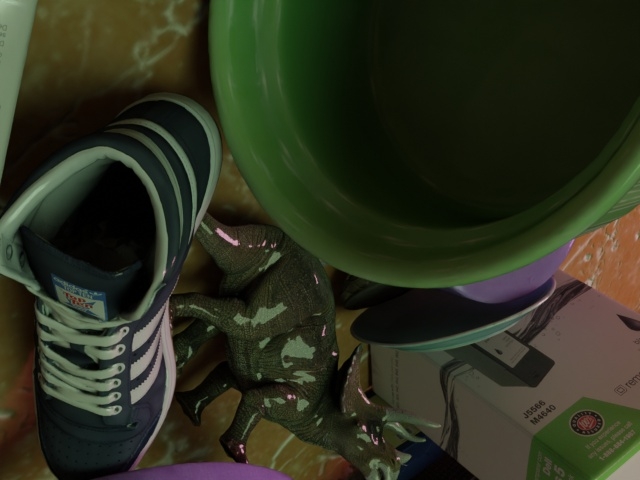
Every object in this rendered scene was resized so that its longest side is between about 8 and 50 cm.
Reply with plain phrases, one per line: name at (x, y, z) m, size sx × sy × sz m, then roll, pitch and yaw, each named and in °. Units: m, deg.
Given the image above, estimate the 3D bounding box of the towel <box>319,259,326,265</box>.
towel at (0.000, 0.000, 0.711) m, size 0.083 × 0.009 × 0.060 m, roll -13°, pitch 125°, yaw -38°

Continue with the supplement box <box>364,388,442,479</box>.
supplement box at (0.072, 0.204, 0.871) m, size 0.083 × 0.083 × 0.056 m, roll -24°, pitch 133°, yaw -30°

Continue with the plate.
plate at (0.120, 0.065, 0.747) m, size 0.188 × 0.188 × 0.024 m, roll -23°, pitch 101°, yaw -31°

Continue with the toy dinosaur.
toy dinosaur at (-0.042, 0.070, 0.657) m, size 0.160 × 0.121 × 0.313 m, roll -32°, pitch 111°, yaw -24°

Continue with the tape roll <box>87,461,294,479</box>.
tape roll at (-0.134, 0.269, 0.627) m, size 0.275 × 0.090 × 0.275 m, roll -12°, pitch 145°, yaw -9°

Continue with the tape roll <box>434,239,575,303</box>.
tape roll at (0.132, -0.046, 0.699) m, size 0.189 × 0.080 × 0.189 m, roll -5°, pitch 100°, yaw -30°

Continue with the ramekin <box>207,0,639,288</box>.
ramekin at (0.090, -0.129, 0.488) m, size 0.148 × 0.303 × 0.303 m, roll -4°, pitch 121°, yaw -51°

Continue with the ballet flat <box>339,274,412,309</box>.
ballet flat at (0.117, -0.005, 0.793) m, size 0.250 × 0.058 × 0.084 m, roll -26°, pitch 167°, yaw -22°

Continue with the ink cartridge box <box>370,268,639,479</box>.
ink cartridge box at (0.207, 0.134, 0.806) m, size 0.198 × 0.273 × 0.114 m, roll -28°, pitch 132°, yaw -28°

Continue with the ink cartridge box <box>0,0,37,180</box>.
ink cartridge box at (-0.243, -0.035, 0.384) m, size 0.160 × 0.092 × 0.219 m, roll 0°, pitch 118°, yaw -44°

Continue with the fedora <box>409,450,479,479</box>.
fedora at (0.147, 0.321, 0.975) m, size 0.334 × 0.152 × 0.334 m, roll -25°, pitch 133°, yaw -30°

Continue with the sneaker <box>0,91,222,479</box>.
sneaker at (-0.136, 0.054, 0.494) m, size 0.153 × 0.099 × 0.282 m, roll -79°, pitch -175°, yaw -75°
